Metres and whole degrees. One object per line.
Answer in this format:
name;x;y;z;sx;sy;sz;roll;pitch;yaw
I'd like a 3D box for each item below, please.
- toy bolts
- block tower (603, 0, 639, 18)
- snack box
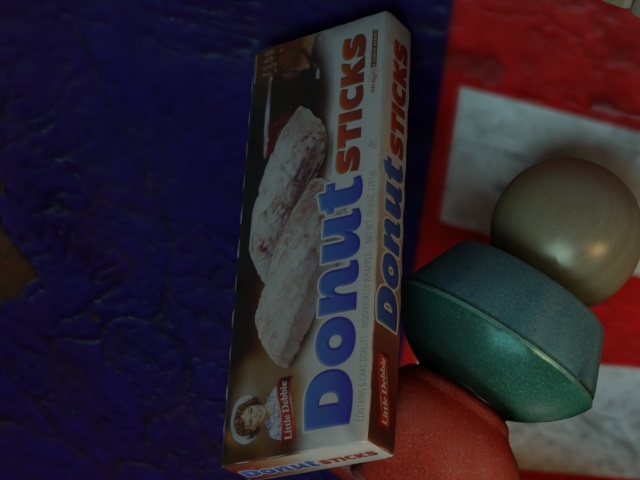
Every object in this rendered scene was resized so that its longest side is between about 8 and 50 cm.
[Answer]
toy bolts;0.115;0.075;0.761;0.228;0.158;0.218;37;172;-19
block tower;0.093;-0.142;0.603;0.335;0.091;0.097;23;130;5
snack box;0.000;0.000;0.701;0.064;0.178;0.022;-13;149;30
